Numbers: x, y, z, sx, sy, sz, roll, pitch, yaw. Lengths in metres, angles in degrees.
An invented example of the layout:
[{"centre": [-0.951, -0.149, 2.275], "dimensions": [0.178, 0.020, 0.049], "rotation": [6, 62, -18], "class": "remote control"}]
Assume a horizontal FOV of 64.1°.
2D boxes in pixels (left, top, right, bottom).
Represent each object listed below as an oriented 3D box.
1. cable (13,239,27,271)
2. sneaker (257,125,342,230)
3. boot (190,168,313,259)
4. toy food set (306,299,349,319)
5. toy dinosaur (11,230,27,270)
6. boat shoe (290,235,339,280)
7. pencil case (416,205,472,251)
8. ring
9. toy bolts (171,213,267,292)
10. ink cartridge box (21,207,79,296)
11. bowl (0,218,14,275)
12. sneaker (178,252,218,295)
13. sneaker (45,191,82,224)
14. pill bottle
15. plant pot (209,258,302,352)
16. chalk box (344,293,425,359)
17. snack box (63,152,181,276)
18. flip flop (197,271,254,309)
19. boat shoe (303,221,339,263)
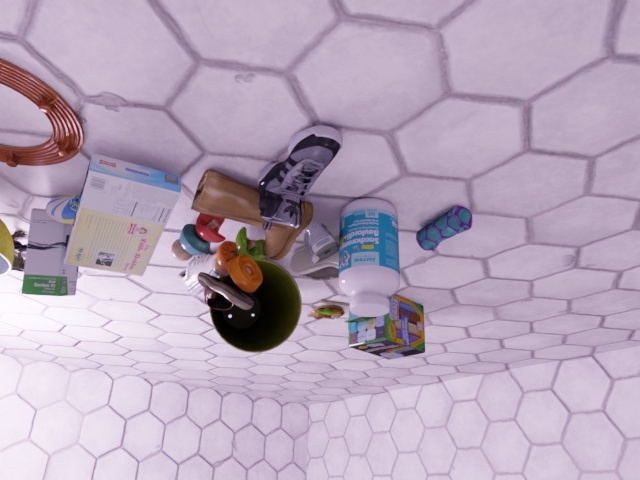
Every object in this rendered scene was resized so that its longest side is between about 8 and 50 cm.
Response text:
[{"centre": [-0.898, 0.051, 1.563], "dimensions": [0.150, 0.047, 0.184], "rotation": [7, 150, -21], "class": "cable"}, {"centre": [-0.045, -0.113, 1.049], "dimensions": [0.101, 0.153, 0.268], "rotation": [19, 149, -30], "class": "sneaker"}, {"centre": [-0.183, -0.058, 1.250], "dimensions": [0.269, 0.089, 0.236], "rotation": [14, 138, -24], "class": "boot"}, {"centre": [0.027, 0.281, 1.943], "dimensions": [0.132, 0.039, 0.192], "rotation": [9, 152, -13], "class": "toy food set"}, {"centre": [-0.894, 0.029, 1.427], "dimensions": [0.267, 0.118, 0.064], "rotation": [12, 151, -18], "class": "toy dinosaur"}, {"centre": [0.057, 0.051, 1.421], "dimensions": [0.304, 0.109, 0.091], "rotation": [-11, 151, 37], "class": "boat shoe"}, {"centre": [0.312, -0.027, 1.291], "dimensions": [0.070, 0.065, 0.151], "rotation": [38, 143, -12], "class": "pencil case"}, {"centre": [-0.638, -0.236, 0.985], "dimensions": [0.336, 0.032, 0.337], "rotation": [1, 153, 0], "class": "ring"}, {"centre": [-0.269, 0.050, 1.313], "dimensions": [0.158, 0.218, 0.228], "rotation": [-35, 127, 23], "class": "toy bolts"}, {"centre": [-0.670, 0.034, 1.288], "dimensions": [0.086, 0.209, 0.153], "rotation": [4, 175, -9], "class": "ink cartridge box"}, {"centre": [-0.900, -0.034, 1.262], "dimensions": [0.289, 0.156, 0.290], "rotation": [1, 153, 1], "class": "bowl"}, {"centre": [-0.350, 0.081, 1.525], "dimensions": [0.091, 0.094, 0.258], "rotation": [41, 129, -14], "class": "sneaker"}, {"centre": [-0.526, -0.105, 1.195], "dimensions": [0.239, 0.091, 0.126], "rotation": [-2, 142, -8], "class": "sneaker"}, {"centre": [0.116, 0.043, 1.221], "dimensions": [0.146, 0.264, 0.146], "rotation": [1, 153, 1], "class": "pill bottle"}, {"centre": [-0.228, 0.210, 1.627], "dimensions": [0.274, 0.275, 0.293], "rotation": [10, 168, -15], "class": "plant pot"}, {"centre": [0.213, 0.295, 1.810], "dimensions": [0.288, 0.179, 0.180], "rotation": [26, 145, -37], "class": "chalk box"}, {"centre": [-0.456, -0.042, 1.164], "dimensions": [0.187, 0.060, 0.322], "rotation": [13, 135, -28], "class": "snack box"}, {"centre": [-0.257, 0.146, 1.328], "dimensions": [0.112, 0.080, 0.277], "rotation": [27, 174, -32], "class": "flip flop"}, {"centre": [-0.001, 0.000, 1.284], "dimensions": [0.079, 0.081, 0.227], "rotation": [-28, 169, -4], "class": "boat shoe"}]
